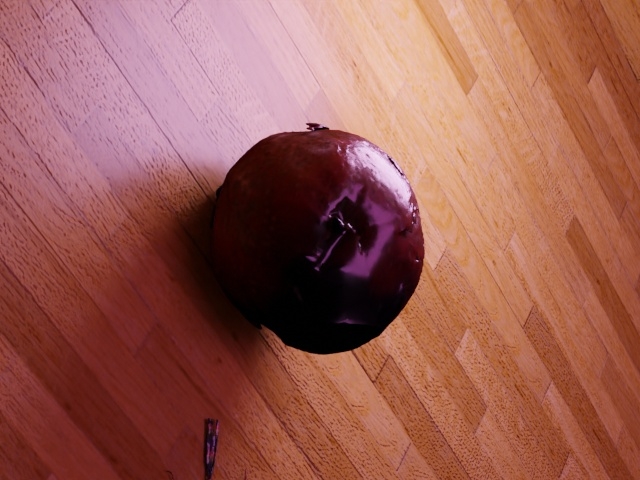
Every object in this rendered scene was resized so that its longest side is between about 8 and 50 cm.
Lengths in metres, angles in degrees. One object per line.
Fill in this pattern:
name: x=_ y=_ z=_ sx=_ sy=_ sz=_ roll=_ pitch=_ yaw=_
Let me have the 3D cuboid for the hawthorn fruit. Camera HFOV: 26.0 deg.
hawthorn fruit: x=-0.003 y=0.005 z=1.795 sx=0.316 sy=0.316 sz=0.316 roll=13 pitch=73 yaw=-49

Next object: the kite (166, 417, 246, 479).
kite: x=-0.146 y=0.349 z=1.762 sx=0.198 sy=0.006 sz=0.244 roll=10 pitch=76 yaw=-50
